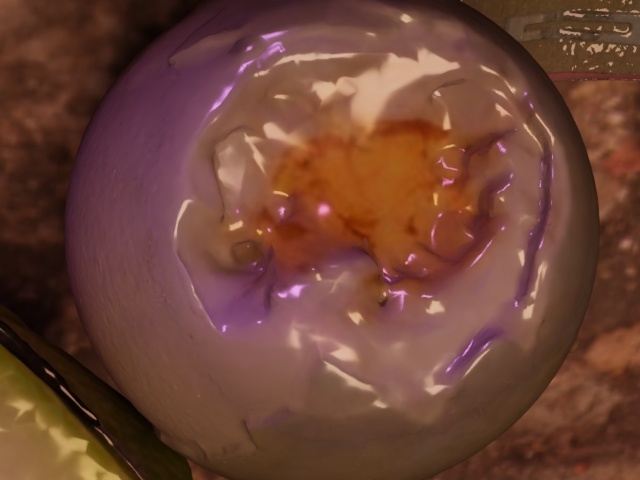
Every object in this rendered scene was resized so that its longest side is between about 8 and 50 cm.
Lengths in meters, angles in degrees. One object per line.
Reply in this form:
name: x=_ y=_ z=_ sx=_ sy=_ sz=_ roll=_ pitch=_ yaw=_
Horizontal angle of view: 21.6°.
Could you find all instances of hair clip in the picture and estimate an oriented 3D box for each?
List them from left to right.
hair clip: x=0.107 y=-0.088 z=0.696 sx=0.137 sy=0.022 sz=0.054 roll=-7 pitch=117 yaw=-22

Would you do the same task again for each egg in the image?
egg: x=0.000 y=0.000 z=0.595 sx=0.183 sy=0.217 sz=0.183 roll=2 pitch=79 yaw=-9

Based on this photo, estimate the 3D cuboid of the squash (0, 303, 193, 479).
squash: x=-0.237 y=0.069 z=0.550 sx=0.309 sy=0.210 sz=0.233 roll=42 pitch=83 yaw=-34

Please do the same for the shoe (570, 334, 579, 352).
shoe: x=0.054 y=0.040 z=0.713 sx=0.109 sy=0.072 sz=0.069 roll=-29 pitch=81 yaw=-9
